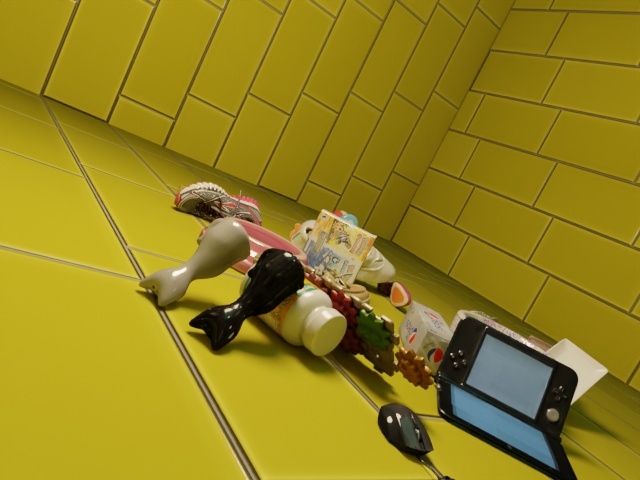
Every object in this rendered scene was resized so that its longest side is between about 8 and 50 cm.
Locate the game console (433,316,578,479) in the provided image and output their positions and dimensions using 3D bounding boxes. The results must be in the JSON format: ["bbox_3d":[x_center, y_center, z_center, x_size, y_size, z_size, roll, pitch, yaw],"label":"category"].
[{"bbox_3d":[0.403,0.316,1.086,0.293,0.250,0.173,28,-17,5],"label":"game console"}]

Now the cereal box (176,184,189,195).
[{"bbox_3d":[-0.380,-0.132,1.884,0.173,0.047,0.240,29,8,19],"label":"cereal box"}]

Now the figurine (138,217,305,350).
[{"bbox_3d":[-0.173,0.071,0.898,0.215,0.092,0.209,29,48,26],"label":"figurine"}]

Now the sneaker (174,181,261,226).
[{"bbox_3d":[-0.317,-0.099,1.667,0.299,0.121,0.112,12,45,-34],"label":"sneaker"}]

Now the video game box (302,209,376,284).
[{"bbox_3d":[0.044,0.037,1.596,0.187,0.205,0.048,27,12,6],"label":"video game box"}]

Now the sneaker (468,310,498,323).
[{"bbox_3d":[0.623,0.326,2.096,0.095,0.090,0.235,16,-5,44],"label":"sneaker"}]

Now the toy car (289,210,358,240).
[{"bbox_3d":[0.000,0.000,1.960,0.238,0.210,0.219,-6,3,-15],"label":"toy car"}]

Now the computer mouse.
[{"bbox_3d":[0.156,0.312,0.763,0.071,0.041,0.242,23,9,-29],"label":"computer mouse"}]

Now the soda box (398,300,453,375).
[{"bbox_3d":[0.273,0.248,1.344,0.091,0.098,0.286,25,7,-1],"label":"soda box"}]

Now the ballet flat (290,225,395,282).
[{"bbox_3d":[0.094,0.045,1.791,0.400,0.139,0.139,17,10,-12],"label":"ballet flat"}]

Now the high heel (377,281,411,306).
[{"bbox_3d":[0.294,0.193,1.844,0.117,0.082,0.244,13,-2,-17],"label":"high heel"}]

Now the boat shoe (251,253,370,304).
[{"bbox_3d":[-0.019,0.096,1.191,0.285,0.089,0.104,9,7,-12],"label":"boat shoe"}]

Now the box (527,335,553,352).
[{"bbox_3d":[0.700,0.400,1.634,0.149,0.126,0.232,29,9,18],"label":"box"}]

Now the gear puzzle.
[{"bbox_3d":[0.077,0.190,1.015,0.044,0.175,0.339,-33,45,-30],"label":"gear puzzle"}]

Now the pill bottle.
[{"bbox_3d":[-0.052,0.128,1.001,0.208,0.117,0.118,33,10,38],"label":"pill bottle"}]

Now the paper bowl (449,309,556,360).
[{"bbox_3d":[0.452,0.310,1.345,0.284,0.148,0.284,27,8,-4],"label":"paper bowl"}]

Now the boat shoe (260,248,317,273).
[{"bbox_3d":[-0.051,0.104,1.291,0.257,0.095,0.095,37,3,-17],"label":"boat shoe"}]

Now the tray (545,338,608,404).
[{"bbox_3d":[0.658,0.384,1.446,0.270,0.030,0.145,-24,46,-28],"label":"tray"}]

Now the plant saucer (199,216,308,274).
[{"bbox_3d":[-0.165,0.025,1.435,0.332,0.084,0.332,27,8,-4],"label":"plant saucer"}]
